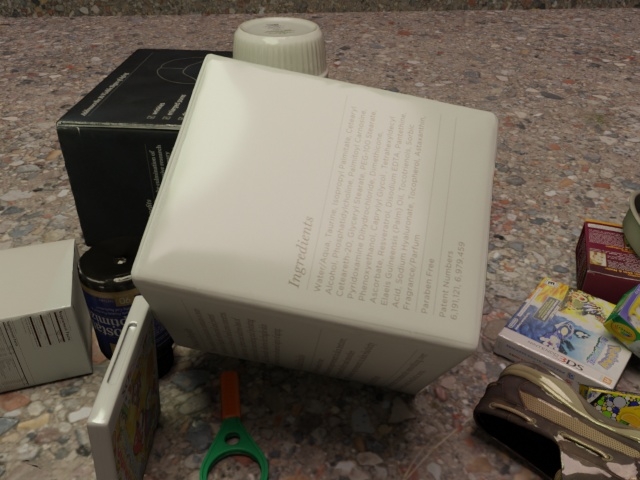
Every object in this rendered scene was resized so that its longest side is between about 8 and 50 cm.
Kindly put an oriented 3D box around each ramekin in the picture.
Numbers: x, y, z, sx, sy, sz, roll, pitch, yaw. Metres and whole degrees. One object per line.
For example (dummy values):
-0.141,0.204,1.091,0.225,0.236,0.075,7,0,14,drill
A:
-0.086,-0.390,1.235,0.207,0.109,0.207,0,34,0,ramekin

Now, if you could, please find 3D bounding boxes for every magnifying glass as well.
-0.126,0.279,0.849,0.092,0.026,0.231,-6,37,-7,magnifying glass

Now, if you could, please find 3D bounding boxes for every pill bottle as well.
-0.288,0.113,0.916,0.123,0.219,0.123,-1,34,0,pill bottle

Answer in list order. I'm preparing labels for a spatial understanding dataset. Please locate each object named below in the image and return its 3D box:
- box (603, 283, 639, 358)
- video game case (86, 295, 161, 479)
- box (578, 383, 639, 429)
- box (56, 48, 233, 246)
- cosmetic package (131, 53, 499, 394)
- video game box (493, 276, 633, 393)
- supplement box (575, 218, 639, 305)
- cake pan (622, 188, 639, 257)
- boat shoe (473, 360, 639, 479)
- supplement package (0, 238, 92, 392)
0.550,0.164,0.945,0.179,0.043,0.105,46,50,13,box
-0.239,0.221,0.751,0.026,0.227,0.206,5,34,-4,video game case
0.458,0.248,0.840,0.169,0.059,0.054,7,-4,11,box
-0.237,-0.218,1.330,0.472,0.297,0.480,4,34,2,box
0.000,0.000,0.841,0.394,0.329,0.327,12,67,0,cosmetic package
0.422,0.159,0.997,0.187,0.048,0.205,27,43,29,video game box
0.548,0.046,1.129,0.104,0.080,0.188,11,36,15,supplement box
0.695,0.018,1.114,0.293,0.054,0.293,16,40,-14,cake pan
0.344,0.296,0.749,0.130,0.132,0.355,-30,35,-22,boat shoe
-0.490,0.122,0.965,0.203,0.149,0.194,-10,36,-14,supplement package
